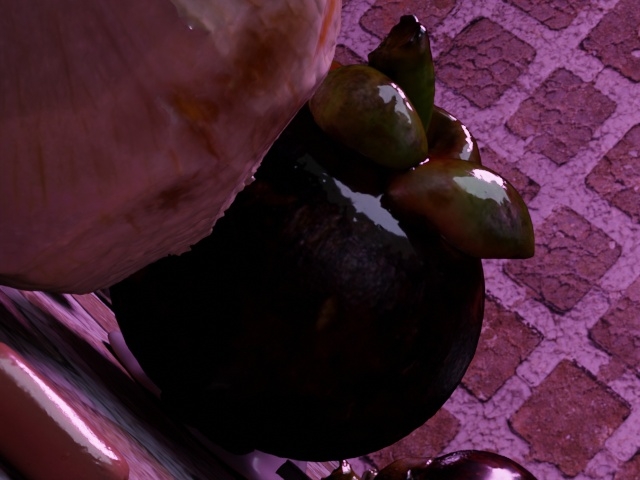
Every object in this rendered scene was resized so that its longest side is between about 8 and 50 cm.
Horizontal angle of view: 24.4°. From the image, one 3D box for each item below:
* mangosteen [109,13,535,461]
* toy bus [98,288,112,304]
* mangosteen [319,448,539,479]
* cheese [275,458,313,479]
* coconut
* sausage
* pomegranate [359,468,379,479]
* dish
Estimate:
[{"bbox_3d":[-0.010,0.015,1.105,0.311,0.311,0.311,43,-4,3],"label":"mangosteen"},{"bbox_3d":[-0.113,0.116,1.645,0.302,0.113,0.139,41,-8,16],"label":"toy bus"},{"bbox_3d":[0.102,0.241,1.166,0.172,0.172,0.184,45,-29,-24],"label":"mangosteen"},{"bbox_3d":[0.036,0.220,1.019,0.163,0.082,0.286,46,-8,-30],"label":"cheese"},{"bbox_3d":[-0.154,-0.166,0.839,0.415,0.345,0.415,-4,90,-88],"label":"coconut"},{"bbox_3d":[-0.110,0.074,0.571,0.083,0.034,0.034,44,-4,-2],"label":"sausage"},{"bbox_3d":[0.039,0.243,1.341,0.073,0.084,0.073,41,7,-6],"label":"pomegranate"},{"bbox_3d":[-0.075,0.135,1.278,0.229,0.081,0.229,42,-3,3],"label":"dish"}]
